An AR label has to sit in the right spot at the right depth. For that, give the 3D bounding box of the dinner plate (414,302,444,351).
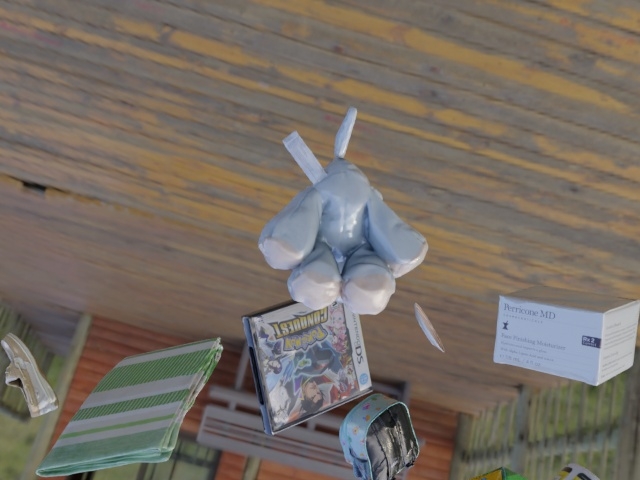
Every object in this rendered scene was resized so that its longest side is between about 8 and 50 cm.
[{"bbox_3d":[0.267,0.219,2.000,0.017,0.141,0.141,-33,144,8],"label":"dinner plate"}]

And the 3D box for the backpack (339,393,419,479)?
[{"bbox_3d":[0.131,0.453,1.867,0.144,0.166,0.188,24,134,46],"label":"backpack"}]

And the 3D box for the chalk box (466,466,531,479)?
[{"bbox_3d":[0.327,0.508,1.262,0.289,0.179,0.180,31,134,-24],"label":"chalk box"}]

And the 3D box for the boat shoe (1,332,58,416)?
[{"bbox_3d":[-0.531,0.240,1.427,0.170,0.059,0.063,49,147,21],"label":"boat shoe"}]

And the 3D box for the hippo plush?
[{"bbox_3d":[0.000,0.000,1.265,0.234,0.294,0.236,-26,171,-19],"label":"hippo plush"}]

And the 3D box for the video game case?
[{"bbox_3d":[-0.020,0.239,1.670,0.275,0.248,0.035,-16,-171,-36],"label":"video game case"}]

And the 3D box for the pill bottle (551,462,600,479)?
[{"bbox_3d":[0.439,0.527,1.497,0.119,0.208,0.119,48,164,18],"label":"pill bottle"}]

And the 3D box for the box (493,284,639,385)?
[{"bbox_3d":[0.412,0.151,1.339,0.181,0.119,0.182,8,-172,38],"label":"box"}]

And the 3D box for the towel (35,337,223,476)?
[{"bbox_3d":[-0.322,0.290,1.424,0.248,0.325,0.038,-13,113,17],"label":"towel"}]
